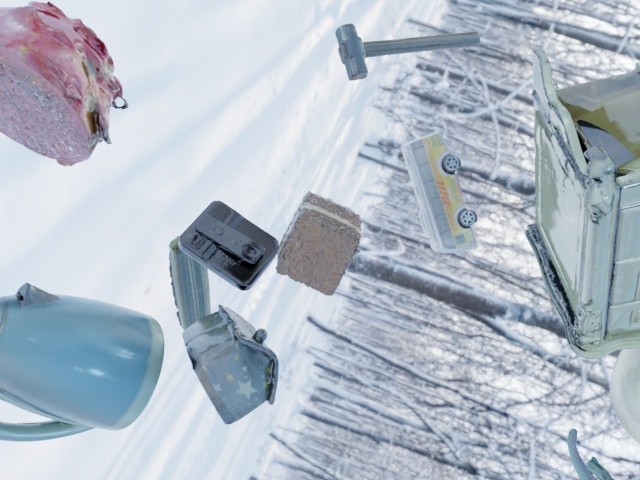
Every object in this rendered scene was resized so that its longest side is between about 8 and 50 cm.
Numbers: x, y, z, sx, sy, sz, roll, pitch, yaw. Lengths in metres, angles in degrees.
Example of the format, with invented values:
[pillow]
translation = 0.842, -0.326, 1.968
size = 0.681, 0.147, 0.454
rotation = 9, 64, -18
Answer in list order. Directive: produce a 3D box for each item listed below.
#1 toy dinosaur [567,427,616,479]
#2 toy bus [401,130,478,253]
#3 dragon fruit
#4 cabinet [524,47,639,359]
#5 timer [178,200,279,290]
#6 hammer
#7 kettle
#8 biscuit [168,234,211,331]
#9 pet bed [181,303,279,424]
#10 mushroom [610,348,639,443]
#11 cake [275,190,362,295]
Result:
[toy dinosaur]
translation = 0.464, 0.457, 0.812
size = 0.129, 0.331, 0.383
rotation = -34, 132, -20
[toy bus]
translation = 0.259, -0.099, 1.342
size = 0.092, 0.106, 0.268
rotation = -152, -136, -84
[dragon fruit]
translation = -0.598, -0.357, 1.325
size = 0.371, 0.387, 0.249
rotation = 52, 53, -36
[cabinet]
translation = 0.405, -0.062, 0.699
size = 0.318, 0.290, 0.227
rotation = 70, 12, -45
[timer]
translation = -0.193, 0.006, 1.331
size = 0.144, 0.187, 0.055
rotation = -53, 173, -32
[hammer]
translation = 0.206, -0.427, 1.358
size = 0.043, 0.366, 0.111
rotation = -23, -98, 65
[kettle]
translation = -0.532, 0.252, 1.202
size = 0.247, 0.342, 0.319
rotation = 26, -90, 52
[biscuit]
translation = -0.315, 0.107, 1.515
size = 0.099, 0.038, 0.322
rotation = -31, 141, -33
[pet bed]
translation = -0.175, 0.239, 1.268
size = 0.159, 0.183, 0.211
rotation = -28, -162, -10
[mushroom]
translation = 0.647, 0.247, 1.047
size = 0.355, 0.315, 0.315
rotation = 66, 16, -9
[cake]
translation = 0.000, 0.000, 1.144
size = 0.135, 0.135, 0.147
rotation = -62, -177, 24
